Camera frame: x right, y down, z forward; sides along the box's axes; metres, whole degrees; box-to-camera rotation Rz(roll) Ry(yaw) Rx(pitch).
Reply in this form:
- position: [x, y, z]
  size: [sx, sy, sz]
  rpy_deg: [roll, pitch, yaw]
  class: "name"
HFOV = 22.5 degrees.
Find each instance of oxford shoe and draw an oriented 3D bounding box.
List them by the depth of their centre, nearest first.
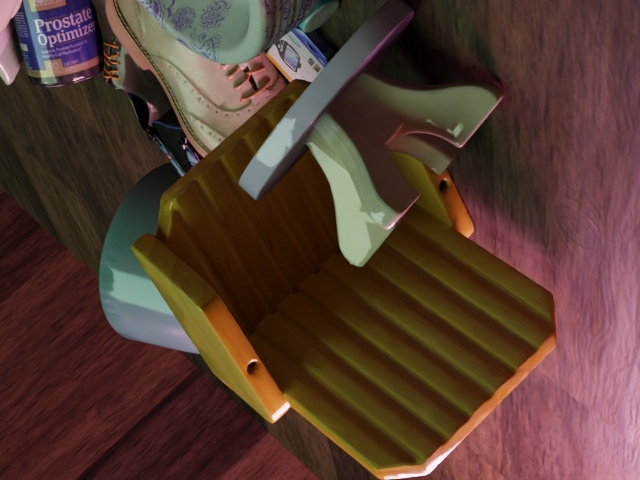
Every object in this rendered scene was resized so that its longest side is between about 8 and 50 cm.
- position: [-0.123, -0.208, 2.061]
  size: [0.397, 0.140, 0.146]
  rpy_deg: [45, 156, 0]
  class: "oxford shoe"
- position: [-0.278, -0.273, 2.350]
  size: [0.097, 0.098, 0.271]
  rpy_deg: [26, 153, 50]
  class: "oxford shoe"

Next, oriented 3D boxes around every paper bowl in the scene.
- position: [-0.108, -0.336, 1.671]
  size: [0.284, 0.148, 0.284]
  rpy_deg: [38, 152, 25]
  class: "paper bowl"

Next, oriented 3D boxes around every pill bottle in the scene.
- position: [-0.393, -0.345, 2.359]
  size: [0.123, 0.123, 0.219]
  rpy_deg: [23, 131, 54]
  class: "pill bottle"

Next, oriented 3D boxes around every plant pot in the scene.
- position: [-0.157, 0.045, 2.487]
  size: [0.235, 0.293, 0.293]
  rpy_deg: [16, 149, 30]
  class: "plant pot"

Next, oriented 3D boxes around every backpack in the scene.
- position: [-0.145, -0.124, 2.330]
  size: [0.173, 0.117, 0.158]
  rpy_deg: [56, 161, -24]
  class: "backpack"

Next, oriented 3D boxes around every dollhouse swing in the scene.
- position: [0.046, 0.035, 1.816]
  size: [0.305, 0.347, 0.315]
  rpy_deg: [29, 155, 49]
  class: "dollhouse swing"

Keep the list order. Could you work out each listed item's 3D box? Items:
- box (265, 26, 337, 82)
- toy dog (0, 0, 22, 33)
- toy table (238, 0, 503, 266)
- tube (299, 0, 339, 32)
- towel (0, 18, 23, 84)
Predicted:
- position: [-0.018, -0.223, 1.952]
  size: [0.081, 0.028, 0.136]
  rpy_deg: [48, 161, -2]
  class: "box"
- position: [-0.421, -0.427, 1.921]
  size: [0.285, 0.408, 0.395]
  rpy_deg: [27, -144, -24]
  class: "toy dog"
- position: [0.055, -0.107, 1.705]
  size: [0.161, 0.252, 0.274]
  rpy_deg: [41, 130, 3]
  class: "toy table"
- position: [-0.063, -0.325, 1.808]
  size: [0.207, 0.052, 0.080]
  rpy_deg: [50, 153, 12]
  class: "tube"
- position: [-0.491, -0.427, 2.338]
  size: [0.038, 0.248, 0.325]
  rpy_deg: [-3, 139, 20]
  class: "towel"
